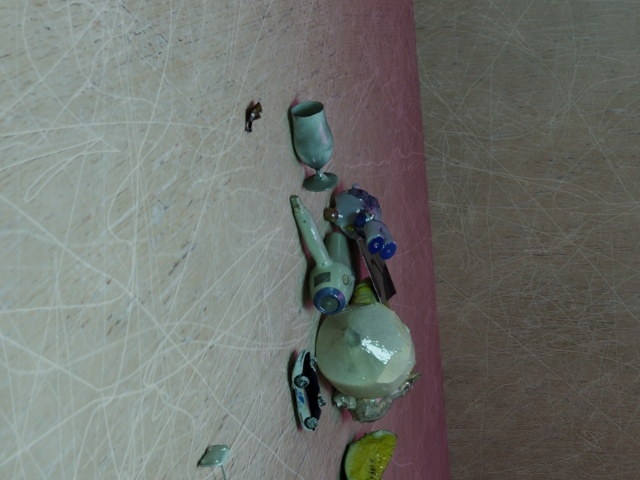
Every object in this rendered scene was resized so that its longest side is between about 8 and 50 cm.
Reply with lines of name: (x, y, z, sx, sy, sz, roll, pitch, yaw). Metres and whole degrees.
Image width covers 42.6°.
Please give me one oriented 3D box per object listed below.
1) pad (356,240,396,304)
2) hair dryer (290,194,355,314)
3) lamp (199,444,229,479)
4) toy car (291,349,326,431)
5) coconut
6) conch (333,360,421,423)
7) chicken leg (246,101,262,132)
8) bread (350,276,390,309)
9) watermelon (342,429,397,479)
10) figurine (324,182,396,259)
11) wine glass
pad: (0.145, 0.019, 2.412, 0.330, 0.004, 0.220, 69, 17, -1)
hair dryer: (0.012, 0.011, 2.029, 0.296, 0.119, 0.298, -47, 121, -75)
lamp: (-0.167, 0.447, 1.451, 0.056, 0.050, 0.198, -70, 152, -57)
toy car: (-0.032, 0.345, 1.896, 0.095, 0.056, 0.205, -61, 143, -59)
coconut: (0.115, 0.274, 2.075, 0.247, 0.245, 0.245, 61, 33, -63)
conch: (0.138, 0.391, 2.282, 0.291, 0.159, 0.210, -10, 81, -47)
chicken leg: (-0.134, -0.251, 1.642, 0.083, 0.021, 0.036, -71, 164, -47)
bread: (0.147, 0.212, 2.421, 0.213, 0.105, 0.213, -7, 90, -71)
watermelon: (0.132, 0.641, 2.308, 0.301, 0.129, 0.123, -55, 139, -55)
figurine: (0.107, -0.051, 2.157, 0.133, 0.194, 0.274, -61, -172, 14)
wine glass: (-0.014, -0.221, 1.920, 0.093, 0.093, 0.202, -69, 155, -52)
